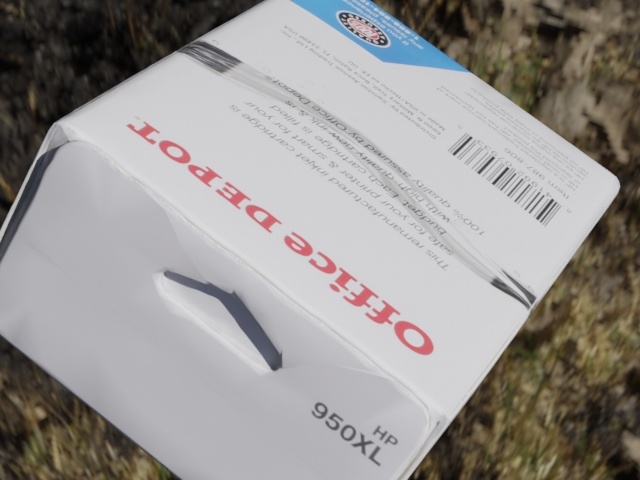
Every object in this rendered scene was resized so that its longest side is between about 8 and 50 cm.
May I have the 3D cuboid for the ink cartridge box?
[{"bbox_3d":[0.000,0.000,1.119,0.285,0.166,0.395,37,32,7],"label":"ink cartridge box"}]
